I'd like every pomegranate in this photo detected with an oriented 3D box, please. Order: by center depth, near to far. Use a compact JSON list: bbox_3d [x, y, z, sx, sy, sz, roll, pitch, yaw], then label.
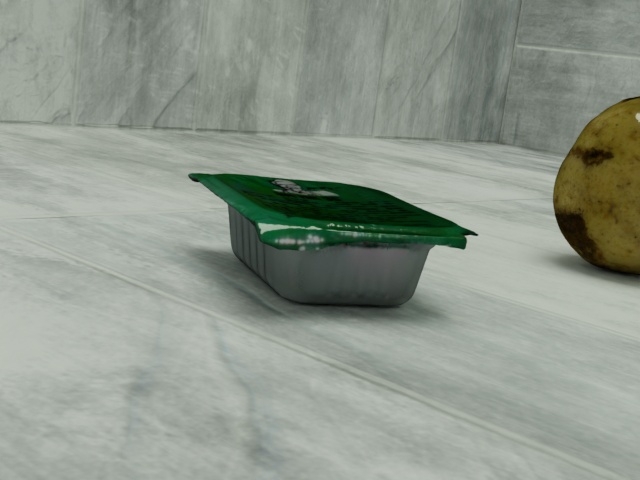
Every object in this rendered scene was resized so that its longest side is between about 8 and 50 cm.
[{"bbox_3d":[0.495,-0.076,1.518,0.281,0.281,0.281,7,11,-1],"label":"pomegranate"}]

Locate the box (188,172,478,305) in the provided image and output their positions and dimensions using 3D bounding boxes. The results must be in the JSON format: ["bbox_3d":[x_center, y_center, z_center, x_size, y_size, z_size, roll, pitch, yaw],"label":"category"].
[{"bbox_3d":[0.000,0.000,1.183,0.264,0.106,0.337,4,10,-21],"label":"box"}]
